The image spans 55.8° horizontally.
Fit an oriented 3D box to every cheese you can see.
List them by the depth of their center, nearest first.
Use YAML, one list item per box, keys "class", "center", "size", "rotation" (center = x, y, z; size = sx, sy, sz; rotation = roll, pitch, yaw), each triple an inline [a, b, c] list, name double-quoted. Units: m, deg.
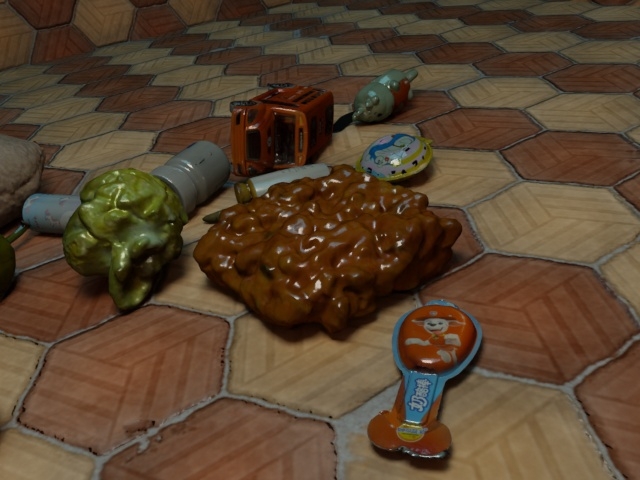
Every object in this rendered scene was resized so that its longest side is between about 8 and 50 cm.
- class: "cheese"
  center: [0.121, 0.143, 0.684]
  size: [0.106, 0.037, 0.256]
  rotation: [3, 31, 20]
- class: "cheese"
  center: [0.113, -0.136, 1.142]
  size: [0.250, 0.064, 0.156]
  rotation: [-38, 39, -22]

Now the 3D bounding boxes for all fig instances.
- class: "fig"
  center: [-0.548, 0.015, 1.000]
  size: [0.124, 0.124, 0.236]
  rotation: [-9, 20, -2]

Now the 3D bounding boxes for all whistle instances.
- class: "whistle"
  center: [0.159, -0.353, 1.465]
  size: [0.101, 0.106, 0.253]
  rotation: [7, 38, 41]

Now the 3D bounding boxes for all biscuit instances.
- class: "biscuit"
  center: [0.000, 0.000, 0.890]
  size: [0.318, 0.110, 0.312]
  rotation: [-28, 37, -31]

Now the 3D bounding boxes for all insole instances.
- class: "insole"
  center: [0.062, -0.292, 1.482]
  size: [0.053, 0.002, 0.153]
  rotation: [8, 33, 25]

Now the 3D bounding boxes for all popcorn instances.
- class: "popcorn"
  center: [-0.292, -0.001, 0.921]
  size: [0.198, 0.198, 0.212]
  rotation: [-18, 58, -17]

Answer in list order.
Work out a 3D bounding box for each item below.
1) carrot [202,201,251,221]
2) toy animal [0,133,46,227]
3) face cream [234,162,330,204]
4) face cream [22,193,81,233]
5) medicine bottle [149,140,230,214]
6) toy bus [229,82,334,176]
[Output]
- class: "carrot"
  center: [-0.090, -0.063, 1.088]
  size: [0.254, 0.049, 0.049]
  rotation: [-12, 30, 4]
- class: "toy animal"
  center: [-0.679, -0.106, 1.158]
  size: [0.226, 0.188, 0.358]
  rotation: [8, 33, 16]
- class: "face cream"
  center: [-0.072, -0.106, 1.146]
  size: [0.182, 0.051, 0.072]
  rotation: [-16, 29, -16]
- class: "face cream"
  center: [-0.430, -0.045, 1.104]
  size: [0.229, 0.075, 0.075]
  rotation: [3, 32, 20]
- class: "medicine bottle"
  center: [-0.254, -0.115, 1.153]
  size: [0.105, 0.105, 0.168]
  rotation: [6, 33, 23]
- class: "toy bus"
  center: [-0.074, -0.232, 1.244]
  size: [0.153, 0.143, 0.329]
  rotation: [8, 24, 14]
